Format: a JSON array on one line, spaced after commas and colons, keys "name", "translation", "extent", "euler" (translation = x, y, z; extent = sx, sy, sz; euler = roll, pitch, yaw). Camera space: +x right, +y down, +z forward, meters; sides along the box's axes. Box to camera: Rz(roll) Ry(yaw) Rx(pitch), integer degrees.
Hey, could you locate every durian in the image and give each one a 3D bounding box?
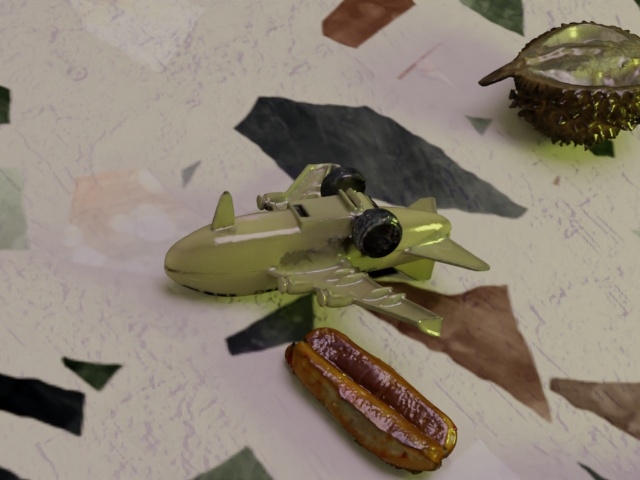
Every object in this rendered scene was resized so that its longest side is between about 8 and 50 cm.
[{"name": "durian", "translation": [0.231, -0.134, 1.342], "extent": [0.188, 0.091, 0.148], "euler": [-1, 36, -16]}]

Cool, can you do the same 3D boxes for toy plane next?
[{"name": "toy plane", "translation": [0.000, 0.000, 1.129], "extent": [0.244, 0.092, 0.229], "euler": [0, 32, -24]}]

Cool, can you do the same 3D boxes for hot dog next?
[{"name": "hot dog", "translation": [0.034, 0.116, 1.065], "extent": [0.144, 0.038, 0.062], "euler": [37, 49, 19]}]
